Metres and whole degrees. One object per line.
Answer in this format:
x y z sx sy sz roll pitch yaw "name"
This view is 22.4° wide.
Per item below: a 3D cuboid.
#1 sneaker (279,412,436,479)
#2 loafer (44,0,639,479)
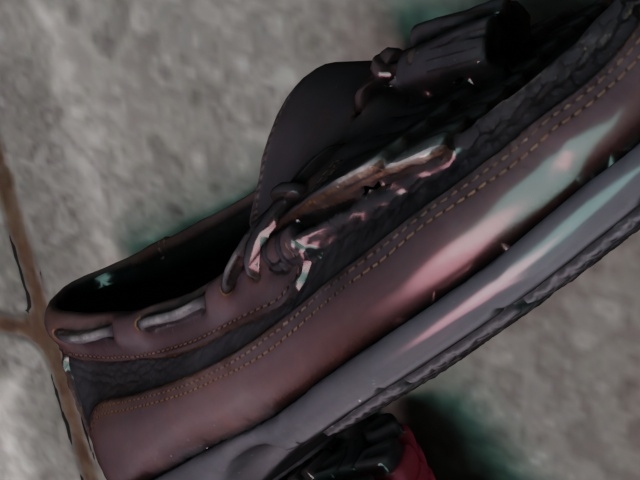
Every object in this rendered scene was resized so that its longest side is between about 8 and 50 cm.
-0.045 0.172 0.583 0.112 0.121 0.299 52 136 -4 "sneaker"
0.000 0.000 0.445 0.095 0.109 0.302 53 140 4 "loafer"
